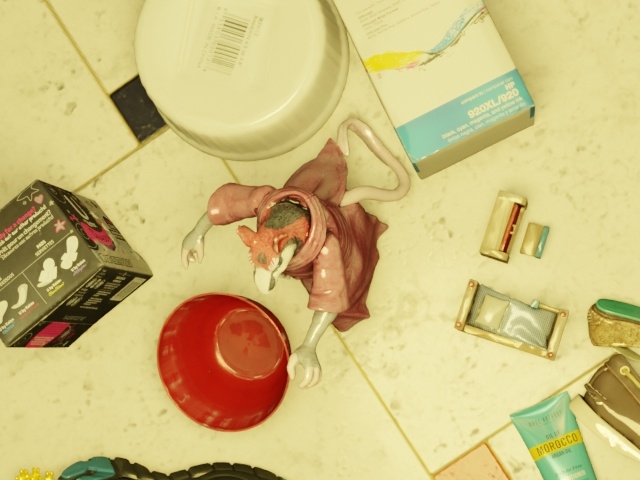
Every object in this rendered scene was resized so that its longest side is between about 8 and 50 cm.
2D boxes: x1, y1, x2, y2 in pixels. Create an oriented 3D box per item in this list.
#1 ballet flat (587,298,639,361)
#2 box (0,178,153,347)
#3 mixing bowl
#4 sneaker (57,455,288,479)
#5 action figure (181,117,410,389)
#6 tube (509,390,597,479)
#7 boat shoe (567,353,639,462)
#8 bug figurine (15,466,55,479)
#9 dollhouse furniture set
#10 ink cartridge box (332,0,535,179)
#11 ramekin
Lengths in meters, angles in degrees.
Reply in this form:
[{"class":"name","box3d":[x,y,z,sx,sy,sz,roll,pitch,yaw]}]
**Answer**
[{"class":"ballet flat","box3d":[0.433,0.126,1.882,0.206,0.073,0.067,14,115,12]},{"class":"box","box3d":[-0.337,0.032,1.901,0.163,0.247,0.142,-40,82,3]},{"class":"mixing bowl","box3d":[-0.107,0.144,1.923,0.181,0.098,0.181,4,103,19]},{"class":"sneaker","box3d":[-0.168,0.364,1.933,0.341,0.125,0.140,5,106,12]},{"class":"action figure","box3d":[0.000,0.000,1.790,0.248,0.370,0.276,44,95,11]},{"class":"tube","box3d":[0.314,0.299,1.890,0.080,0.052,0.207,-21,77,-5]},{"class":"boat shoe","box3d":[0.457,0.271,1.836,0.324,0.116,0.097,40,95,15]},{"class":"bug figurine","box3d":[-0.455,0.392,1.981,0.216,0.072,0.279,10,83,3]},{"class":"dollhouse furniture set","box3d":[0.256,0.043,1.873,0.129,0.129,0.184,18,88,9]},{"class":"ink cartridge box","box3d":[0.145,-0.223,1.888,0.168,0.171,0.233,-26,83,5]},{"class":"ramekin","box3d":[-0.107,-0.247,1.946,0.277,0.135,0.277,-1,85,9]}]
